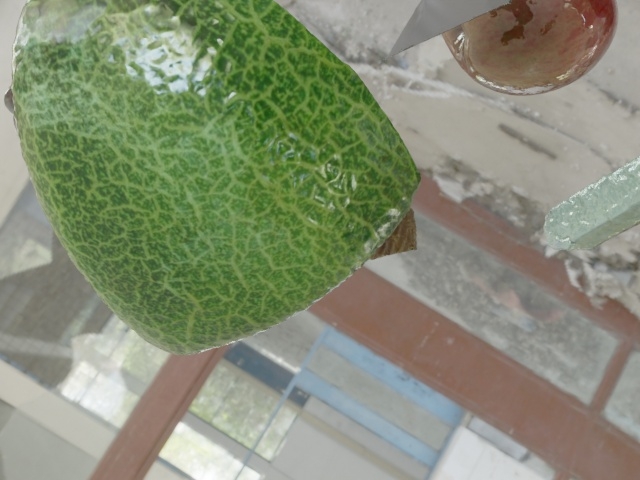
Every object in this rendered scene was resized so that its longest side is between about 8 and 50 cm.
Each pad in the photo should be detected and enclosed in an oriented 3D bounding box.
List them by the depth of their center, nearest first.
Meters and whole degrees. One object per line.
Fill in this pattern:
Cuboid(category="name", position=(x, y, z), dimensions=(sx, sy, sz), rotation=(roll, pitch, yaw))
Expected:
Cuboid(category="pad", position=(0.212, -0.367, 1.009), dimensions=(0.007, 0.247, 0.367), rotation=(34, 173, -16))

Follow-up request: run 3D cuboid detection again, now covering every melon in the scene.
Cuboid(category="melon", position=(-0.120, -0.092, 0.705), dimensions=(0.343, 0.331, 0.226), rotation=(45, -155, -37))

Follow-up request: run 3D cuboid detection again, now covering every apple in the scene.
Cuboid(category="apple", position=(0.339, -0.408, 1.338), dimensions=(0.345, 0.269, 0.344), rotation=(48, -160, -24))

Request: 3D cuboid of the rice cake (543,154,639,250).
Cuboid(category="rice cake", position=(0.340, -0.046, 0.862), dimensions=(0.069, 0.063, 0.206), rotation=(0, 156, -31))

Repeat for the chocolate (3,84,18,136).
Cuboid(category="chocolate", position=(-0.244, -0.093, 0.744), dimensions=(0.072, 0.072, 0.167), rotation=(24, 150, 32))

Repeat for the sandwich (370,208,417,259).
Cuboid(category="sandwich", position=(0.000, 0.000, 1.012), dimensions=(0.215, 0.065, 0.186), rotation=(-7, -178, 32))
